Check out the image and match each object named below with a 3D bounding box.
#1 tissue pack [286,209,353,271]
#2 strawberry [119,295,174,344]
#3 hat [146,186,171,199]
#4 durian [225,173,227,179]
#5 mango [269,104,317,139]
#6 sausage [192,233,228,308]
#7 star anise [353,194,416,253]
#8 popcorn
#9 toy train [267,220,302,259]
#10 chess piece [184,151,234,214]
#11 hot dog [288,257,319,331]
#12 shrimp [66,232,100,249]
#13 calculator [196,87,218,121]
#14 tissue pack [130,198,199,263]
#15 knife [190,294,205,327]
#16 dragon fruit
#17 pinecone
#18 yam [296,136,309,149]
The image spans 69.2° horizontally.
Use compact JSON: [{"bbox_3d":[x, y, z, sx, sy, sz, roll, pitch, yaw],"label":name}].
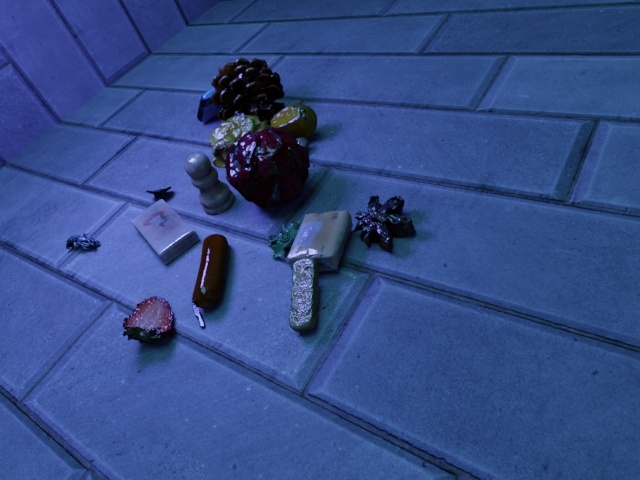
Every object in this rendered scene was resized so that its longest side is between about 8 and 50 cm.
[{"bbox_3d":[0.000,0.000,1.574,0.187,0.090,0.222,-3,48,30],"label":"tissue pack"},{"bbox_3d":[-0.562,0.279,1.564,0.168,0.086,0.208,10,24,5],"label":"strawberry"},{"bbox_3d":[-0.730,-0.210,2.104,0.121,0.050,0.121,-11,1,0],"label":"hat"},{"bbox_3d":[-0.381,-0.289,2.065,0.130,0.052,0.066,37,107,45],"label":"durian"},{"bbox_3d":[-0.135,-0.511,2.080,0.262,0.167,0.129,-15,57,23],"label":"mango"},{"bbox_3d":[-0.382,0.097,1.640,0.102,0.102,0.330,-13,45,11],"label":"sausage"},{"bbox_3d":[0.214,-0.069,1.559,0.220,0.099,0.214,25,70,37],"label":"star anise"},{"bbox_3d":[-0.339,-0.410,1.975,0.287,0.215,0.251,-7,60,23],"label":"popcorn"},{"bbox_3d":[-0.124,-0.007,1.651,0.149,0.081,0.099,-40,13,-32],"label":"toy train"},{"bbox_3d":[-0.462,-0.238,1.879,0.143,0.260,0.142,-10,48,11],"label":"chess piece"},{"bbox_3d":[-0.047,0.171,1.439,0.084,0.073,0.242,-9,57,16],"label":"hot dog"},{"bbox_3d":[-1.040,0.007,2.006,0.175,0.076,0.082,-2,30,19],"label":"shrimp"},{"bbox_3d":[-0.557,-0.715,2.404,0.173,0.051,0.293,-40,2,-25],"label":"calculator"},{"bbox_3d":[-0.643,-0.045,1.901,0.170,0.071,0.325,-38,45,-17],"label":"tissue pack"},{"bbox_3d":[-0.422,0.240,1.581,0.023,0.010,0.170,-25,42,-11],"label":"knife"},{"bbox_3d":[-0.204,-0.279,1.778,0.330,0.329,0.329,-12,45,12],"label":"dragon fruit"},{"bbox_3d":[-0.333,-0.651,2.202,0.385,0.384,0.384,-12,45,12],"label":"pinecone"},{"bbox_3d":[-0.222,-0.413,2.080,0.357,0.081,0.081,-1,48,24],"label":"yam"}]
